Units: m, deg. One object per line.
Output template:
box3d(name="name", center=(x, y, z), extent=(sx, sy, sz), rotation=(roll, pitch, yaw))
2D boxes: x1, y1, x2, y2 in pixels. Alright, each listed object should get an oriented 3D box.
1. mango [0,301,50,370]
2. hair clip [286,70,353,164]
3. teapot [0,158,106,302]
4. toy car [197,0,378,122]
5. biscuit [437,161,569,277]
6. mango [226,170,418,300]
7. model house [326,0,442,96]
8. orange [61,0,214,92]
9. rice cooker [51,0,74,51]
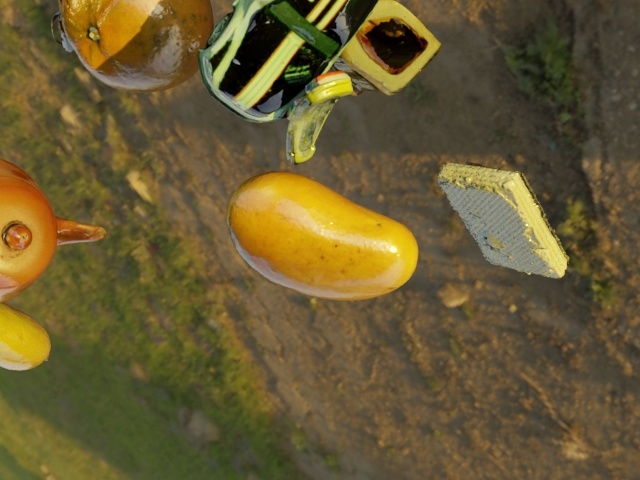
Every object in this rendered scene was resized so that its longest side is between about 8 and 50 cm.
box3d(name="mango", center=(-0.491, 0.124, 1.351), extent=(0.137, 0.091, 0.237), rotation=(18, 168, 28))
box3d(name="hair clip", center=(-0.006, -0.142, 1.050), extent=(0.033, 0.060, 0.188), rotation=(63, 156, 15))
box3d(name="teapot", center=(-0.239, -0.006, 0.655), extent=(0.116, 0.173, 0.116), rotation=(0, 90, 46))
box3d(name="toy car", center=(-0.009, -0.266, 1.043), extent=(0.136, 0.306, 0.125), rotation=(35, -175, -23))
box3d(name="biscuit", center=(0.236, -0.024, 1.202), extent=(0.121, 0.040, 0.199), rotation=(15, 154, 43))
box3d(name="mango", center=(-0.002, 0.001, 0.853), extent=(0.178, 0.090, 0.115), rotation=(22, 141, -4))
box3d(name="model house", center=(0.064, -0.401, 1.895), extent=(0.268, 0.173, 0.239), rotation=(34, 167, -37))
box3d(name="orange", center=(-0.276, -0.329, 1.381), extent=(0.240, 0.171, 0.240), rotation=(15, 122, 25))
box3d(name="rice cooker", center=(-0.388, -0.408, 1.688), extent=(0.142, 0.203, 0.118), rotation=(123, 131, -66))
